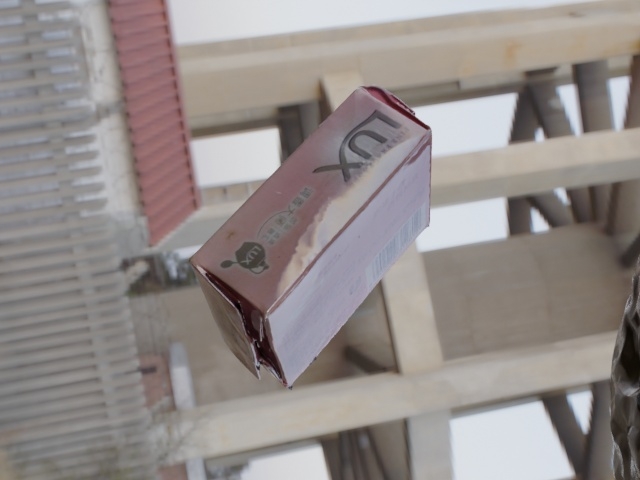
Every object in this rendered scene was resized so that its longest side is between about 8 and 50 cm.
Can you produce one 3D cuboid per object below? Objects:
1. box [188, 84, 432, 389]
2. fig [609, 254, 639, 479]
[{"bbox_3d":[0.000,0.000,0.586,0.060,0.156,0.111,34,-22,20],"label":"box"},{"bbox_3d":[0.204,0.088,0.374,0.286,0.369,0.286,17,-64,38],"label":"fig"}]
